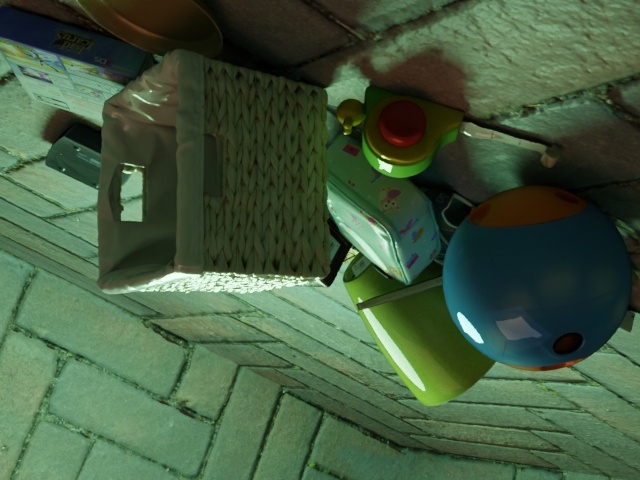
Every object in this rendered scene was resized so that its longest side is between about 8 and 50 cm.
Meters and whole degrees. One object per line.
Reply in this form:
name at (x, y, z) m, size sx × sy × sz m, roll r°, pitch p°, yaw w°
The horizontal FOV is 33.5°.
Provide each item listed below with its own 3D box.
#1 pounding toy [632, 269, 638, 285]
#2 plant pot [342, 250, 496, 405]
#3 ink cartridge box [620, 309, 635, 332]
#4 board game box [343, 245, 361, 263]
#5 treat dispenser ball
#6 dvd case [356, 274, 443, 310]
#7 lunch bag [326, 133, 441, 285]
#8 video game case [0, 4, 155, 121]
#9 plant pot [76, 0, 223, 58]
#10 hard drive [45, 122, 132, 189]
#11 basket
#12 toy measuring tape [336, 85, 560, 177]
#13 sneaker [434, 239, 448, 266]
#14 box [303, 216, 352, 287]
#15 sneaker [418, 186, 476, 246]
pounding toy at (0.404, 0.084, 1.865) m, size 0.269 × 0.155 × 0.154 m, roll 18°, pitch 161°, yaw 18°
plant pot at (0.193, 0.132, 2.123) m, size 0.293 × 0.275 × 0.275 m, roll 43°, pitch 156°, yaw -15°
ink cartridge box at (0.465, 0.124, 2.003) m, size 0.223 × 0.045 × 0.224 m, roll 12°, pitch 179°, yaw 25°
board game box at (0.000, 0.000, 2.242) m, size 0.146 × 0.045 × 0.193 m, roll 25°, pitch 162°, yaw -13°
treat dispenser ball at (0.333, 0.057, 1.643) m, size 0.288 × 0.288 × 0.288 m, roll 18°, pitch 162°, yaw 6°
dvd case at (0.186, 0.082, 1.920) m, size 0.221 × 0.018 × 0.164 m, roll -20°, pitch 176°, yaw 14°
lunch bag at (0.089, -0.050, 1.810) m, size 0.224 × 0.108 × 0.279 m, roll 38°, pitch 168°, yaw 25°
video game case at (-0.401, -0.283, 1.820) m, size 0.269 × 0.061 × 0.244 m, roll 18°, pitch 164°, yaw 8°
plant pot at (-0.247, -0.337, 1.539) m, size 0.236 × 0.032 × 0.236 m, roll 19°, pitch 163°, yaw 6°
hard drive at (-0.486, -0.173, 2.252) m, size 0.172 × 0.054 × 0.254 m, roll 26°, pitch 162°, yaw -16°
basket at (-0.169, -0.085, 1.649) m, size 0.266 × 0.328 × 0.331 m, roll 4°, pitch 171°, yaw -30°
toy measuring tape at (0.176, -0.131, 1.547) m, size 0.330 × 0.121 × 0.121 m, roll 18°, pitch 162°, yaw 6°
sneaker at (0.201, -0.006, 1.970) m, size 0.211 × 0.080 × 0.081 m, roll 13°, pitch 157°, yaw -10°
box at (-0.061, -0.026, 1.997) m, size 0.203 × 0.167 × 0.168 m, roll 1°, pitch 145°, yaw 47°
sneaker at (0.246, -0.029, 1.849) m, size 0.192 × 0.064 × 0.086 m, roll 37°, pitch 161°, yaw -35°
